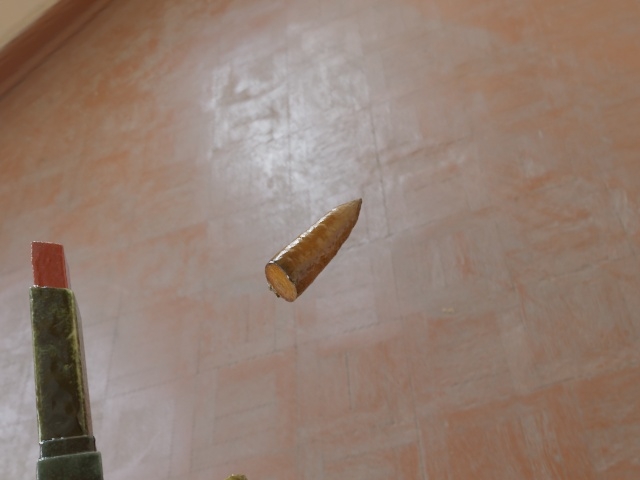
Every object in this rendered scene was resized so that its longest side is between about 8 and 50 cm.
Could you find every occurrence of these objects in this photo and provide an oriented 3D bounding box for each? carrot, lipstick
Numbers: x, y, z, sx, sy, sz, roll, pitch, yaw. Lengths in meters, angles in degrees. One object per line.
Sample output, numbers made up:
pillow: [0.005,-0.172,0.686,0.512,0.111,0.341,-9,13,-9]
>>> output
carrot: [0.000,0.000,1.211,0.072,0.072,0.205,16,50,38]
lipstick: [-0.209,0.133,0.664,0.051,0.051,0.312,-5,55,-17]

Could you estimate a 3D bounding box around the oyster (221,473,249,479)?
oyster: [-0.075,0.430,0.908,0.271,0.100,0.275,30,54,12]
